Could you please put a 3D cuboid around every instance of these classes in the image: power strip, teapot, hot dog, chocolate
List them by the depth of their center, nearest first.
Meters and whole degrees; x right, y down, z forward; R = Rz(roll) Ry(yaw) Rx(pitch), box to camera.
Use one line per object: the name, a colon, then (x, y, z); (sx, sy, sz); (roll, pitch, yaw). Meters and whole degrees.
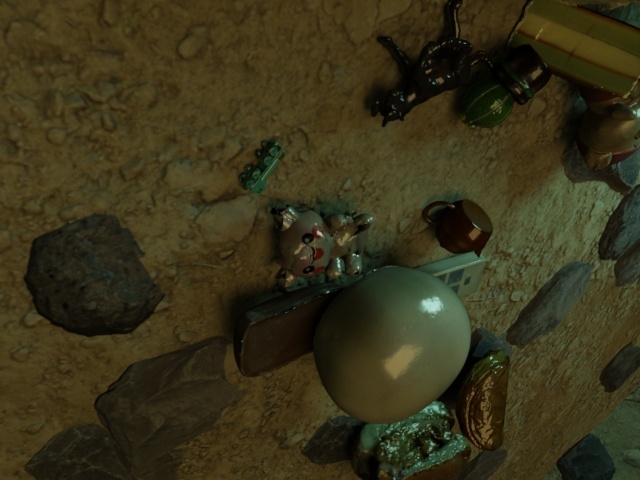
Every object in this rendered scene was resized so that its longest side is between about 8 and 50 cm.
chocolate: (-0.061, 0.154, 1.022); (0.261, 0.083, 0.161); (-14, 130, -36)
teapot: (0.283, -0.022, 1.110); (0.173, 0.116, 0.116); (32, 103, -16)
power strip: (0.230, 0.106, 1.204); (0.367, 0.043, 0.106); (-14, 129, -25)
hot dog: (0.462, 0.440, 1.511); (0.196, 0.122, 0.273); (-13, 105, -55)

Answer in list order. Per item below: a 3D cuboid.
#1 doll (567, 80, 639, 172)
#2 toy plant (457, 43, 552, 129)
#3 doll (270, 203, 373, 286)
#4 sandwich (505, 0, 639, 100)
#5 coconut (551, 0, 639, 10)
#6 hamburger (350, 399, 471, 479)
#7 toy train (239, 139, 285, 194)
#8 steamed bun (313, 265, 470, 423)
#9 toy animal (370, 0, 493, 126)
doll: (0.607, -0.273, 1.092); (0.196, 0.152, 0.256); (-32, 135, -7)
toy plant: (0.315, -0.262, 0.942); (0.162, 0.093, 0.092); (-38, 138, 25)
doll: (0.000, 0.000, 0.940); (0.191, 0.095, 0.149); (-8, 120, -27)
sandwich: (0.449, -0.335, 0.927); (0.144, 0.187, 0.117); (0, 122, -40)
coconut: (0.385, -0.464, 0.714); (0.297, 0.297, 0.255); (2, 106, -34)
hamburger: (0.240, 0.608, 1.479); (0.317, 0.195, 0.277); (-11, 130, -24)
toy train: (-0.089, -0.114, 0.843); (0.092, 0.029, 0.045); (-53, 141, 9)
steamed bun: (0.149, 0.211, 1.036); (0.324, 0.206, 0.324); (-25, 137, -25)
toy animal: (0.177, -0.280, 0.872); (0.232, 0.084, 0.148); (-31, 146, -12)
